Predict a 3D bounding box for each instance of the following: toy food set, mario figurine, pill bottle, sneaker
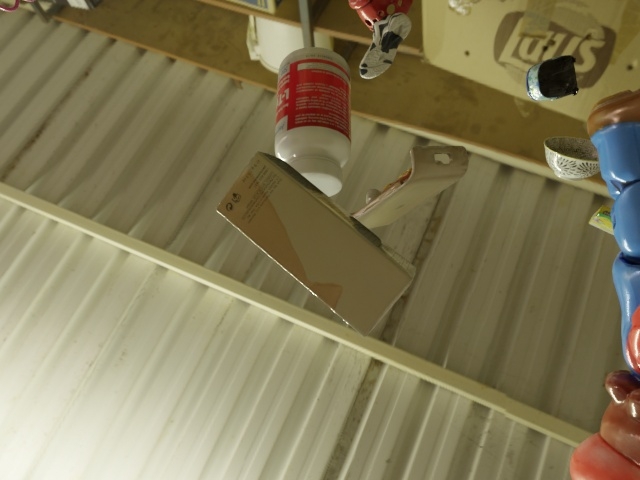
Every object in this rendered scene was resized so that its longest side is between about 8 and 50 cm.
[{"bbox_3d":[0.155,-0.114,1.032,0.219,0.306,0.092,-12,-108,-46],"label":"toy food set"},{"bbox_3d":[0.268,0.061,0.296,0.198,0.170,0.321,3,-99,-19],"label":"mario figurine"},{"bbox_3d":[-0.021,-0.345,1.386,0.229,0.229,0.408,-1,-110,4],"label":"pill bottle"},{"bbox_3d":[0.210,-0.681,1.598,0.094,0.235,0.153,21,-148,-18],"label":"sneaker"}]

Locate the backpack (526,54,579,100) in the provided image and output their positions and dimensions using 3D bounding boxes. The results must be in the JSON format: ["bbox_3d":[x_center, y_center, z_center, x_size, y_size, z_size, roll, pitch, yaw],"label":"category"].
[{"bbox_3d":[0.585,-0.411,1.188,0.114,0.084,0.105,-16,-78,-14],"label":"backpack"}]

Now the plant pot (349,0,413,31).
[{"bbox_3d":[0.210,-0.870,1.666,0.191,0.174,0.191,-30,-131,41],"label":"plant pot"}]

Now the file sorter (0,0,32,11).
[{"bbox_3d":[-0.724,-0.550,0.898,0.290,0.202,0.182,-1,-92,24],"label":"file sorter"}]

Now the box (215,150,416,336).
[{"bbox_3d":[0.000,0.000,0.764,0.311,0.148,0.121,40,-80,9],"label":"box"}]

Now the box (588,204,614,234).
[{"bbox_3d":[0.866,-0.055,1.369,0.105,0.179,0.043,32,-81,22],"label":"box"}]

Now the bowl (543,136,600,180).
[{"bbox_3d":[0.667,-0.207,1.216,0.170,0.080,0.170,1,-148,-1],"label":"bowl"}]
